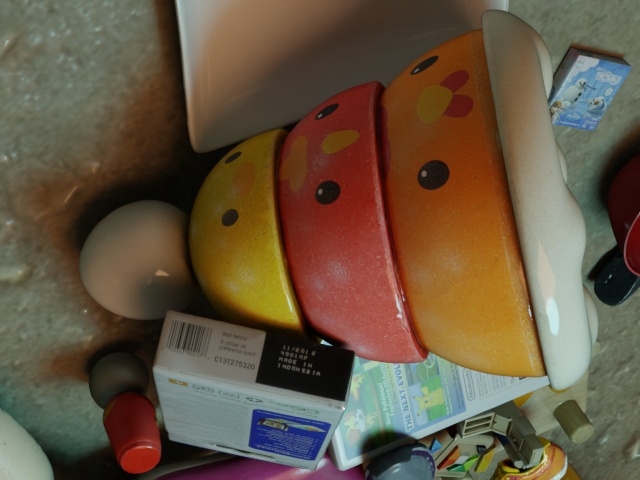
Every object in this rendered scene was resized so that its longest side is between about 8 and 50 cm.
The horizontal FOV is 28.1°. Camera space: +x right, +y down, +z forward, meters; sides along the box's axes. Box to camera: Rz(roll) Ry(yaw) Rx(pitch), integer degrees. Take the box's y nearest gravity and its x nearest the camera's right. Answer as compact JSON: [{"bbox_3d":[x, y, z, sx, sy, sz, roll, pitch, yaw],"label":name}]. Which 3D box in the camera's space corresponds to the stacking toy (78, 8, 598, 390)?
[{"bbox_3d":[0.000,0.000,1.200,0.480,0.350,0.350,-11,139,10],"label":"stacking toy"}]

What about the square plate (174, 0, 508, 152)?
[{"bbox_3d":[0.020,-0.269,1.155,0.347,0.049,0.344,-20,138,-17],"label":"square plate"}]

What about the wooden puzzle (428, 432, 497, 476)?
[{"bbox_3d":[0.178,0.271,1.608,0.116,0.014,0.078,4,127,-33],"label":"wooden puzzle"}]

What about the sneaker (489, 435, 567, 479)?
[{"bbox_3d":[0.240,0.319,1.669,0.175,0.064,0.067,-46,116,9],"label":"sneaker"}]

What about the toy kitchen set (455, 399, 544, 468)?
[{"bbox_3d":[0.215,0.251,1.557,0.075,0.083,0.068,-12,134,-21],"label":"toy kitchen set"}]

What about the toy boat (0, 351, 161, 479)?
[{"bbox_3d":[-0.321,0.223,1.340,0.318,0.148,0.267,-20,132,-6],"label":"toy boat"}]

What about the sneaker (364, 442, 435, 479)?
[{"bbox_3d":[0.116,0.310,1.513,0.083,0.098,0.223,-27,153,1],"label":"sneaker"}]

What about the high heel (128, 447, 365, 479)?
[{"bbox_3d":[-0.133,0.326,1.501,0.377,0.181,0.127,-39,-178,2],"label":"high heel"}]

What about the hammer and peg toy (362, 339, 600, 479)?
[{"bbox_3d":[0.188,0.217,1.670,0.361,0.127,0.266,-22,138,-10],"label":"hammer and peg toy"}]

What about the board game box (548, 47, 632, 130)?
[{"bbox_3d":[0.298,-0.171,1.456,0.090,0.020,0.090,4,125,-36],"label":"board game box"}]

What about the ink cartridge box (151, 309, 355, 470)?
[{"bbox_3d":[-0.071,0.163,1.291,0.176,0.069,0.371,12,159,0],"label":"ink cartridge box"}]

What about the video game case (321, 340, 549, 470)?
[{"bbox_3d":[0.116,0.064,1.448,0.300,0.036,0.329,-20,113,-17],"label":"video game case"}]

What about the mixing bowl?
[{"bbox_3d":[0.427,-0.052,1.594,0.181,0.098,0.181,-18,136,-19],"label":"mixing bowl"}]

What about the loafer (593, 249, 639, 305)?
[{"bbox_3d":[0.431,0.013,1.700,0.170,0.062,0.061,-50,160,20],"label":"loafer"}]

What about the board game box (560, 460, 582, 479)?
[{"bbox_3d":[0.366,0.610,1.985,0.356,0.356,0.356,-38,140,3],"label":"board game box"}]
